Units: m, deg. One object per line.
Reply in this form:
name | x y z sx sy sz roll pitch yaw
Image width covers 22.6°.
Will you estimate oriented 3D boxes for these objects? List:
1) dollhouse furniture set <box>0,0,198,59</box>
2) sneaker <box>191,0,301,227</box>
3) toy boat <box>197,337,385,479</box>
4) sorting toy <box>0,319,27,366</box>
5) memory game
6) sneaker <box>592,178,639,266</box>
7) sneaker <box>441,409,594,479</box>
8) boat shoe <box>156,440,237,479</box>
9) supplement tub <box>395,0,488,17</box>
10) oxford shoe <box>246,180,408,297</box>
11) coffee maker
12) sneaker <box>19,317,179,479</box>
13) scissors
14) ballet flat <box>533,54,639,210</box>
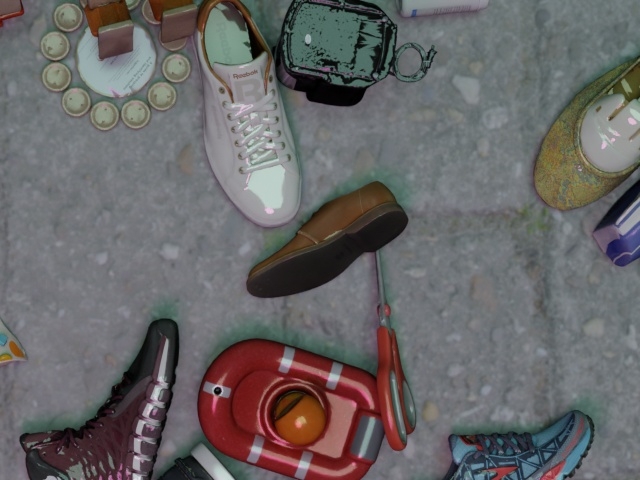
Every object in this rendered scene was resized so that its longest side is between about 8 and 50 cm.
dollhouse furniture set | -0.288 -0.335 1.886 0.259 0.135 0.262 -17 77 -11
sneaker | -0.093 -0.154 1.903 0.105 0.123 0.290 -18 92 -7
toy boat | -0.030 0.204 1.885 0.231 0.151 0.151 18 87 -5
sorting toy | -0.404 0.122 1.913 0.083 0.045 0.075 -23 72 -6
memory game | -0.247 -0.223 1.943 0.186 0.012 0.186 0 88 -6
sneaker | 0.507 -0.047 1.954 0.315 0.127 0.182 -38 90 -7
sneaker | 0.210 0.274 1.932 0.262 0.104 0.125 -37 90 -5
boat shoe | -0.079 0.380 1.903 0.091 0.114 0.302 -40 81 -6
supplement tub | 0.146 -0.310 1.953 0.107 0.071 0.071 -6 89 -6
oxford shoe | 0.000 0.000 1.943 0.212 0.076 0.076 -29 54 2
coffee maker | 0.030 -0.212 1.886 0.171 0.178 0.120 33 87 -2
sneaker | -0.266 0.216 1.889 0.162 0.106 0.281 14 88 -2
scissors | 0.077 0.101 1.923 0.021 0.109 0.297 -9 89 19
ballet flat | 0.401 -0.172 1.953 0.348 0.123 0.123 -41 93 -5
